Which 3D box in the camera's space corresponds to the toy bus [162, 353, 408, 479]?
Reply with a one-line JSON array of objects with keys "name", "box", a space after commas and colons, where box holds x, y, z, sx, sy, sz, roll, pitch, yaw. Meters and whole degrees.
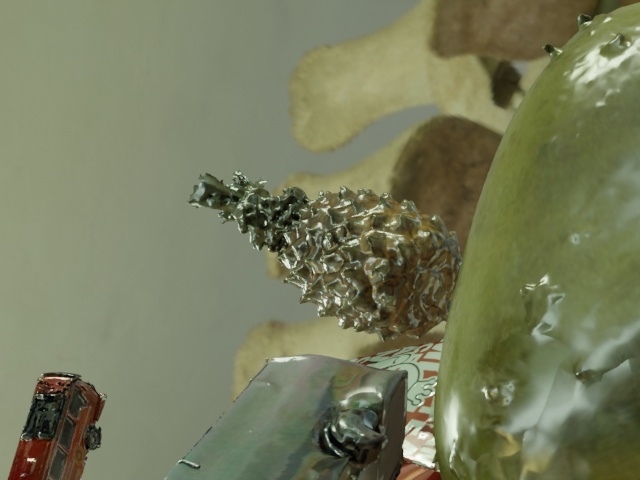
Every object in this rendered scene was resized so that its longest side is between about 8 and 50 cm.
[{"name": "toy bus", "box": [-0.043, 0.190, 0.819, 0.317, 0.137, 0.113, -43, -40, -56]}]

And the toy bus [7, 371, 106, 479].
[{"name": "toy bus", "box": [-0.320, 0.266, 1.444, 0.096, 0.073, 0.235, 68, -154, -51]}]

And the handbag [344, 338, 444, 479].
[{"name": "handbag", "box": [0.059, 0.194, 1.084, 0.171, 0.298, 0.151, -33, -78, -41]}]

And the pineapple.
[{"name": "pineapple", "box": [0.000, 0.000, 1.449, 0.175, 0.361, 0.175, -19, -61, -38]}]

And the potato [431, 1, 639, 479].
[{"name": "potato", "box": [0.207, 0.039, 0.682, 0.219, 0.269, 0.359, 40, -121, -67]}]
